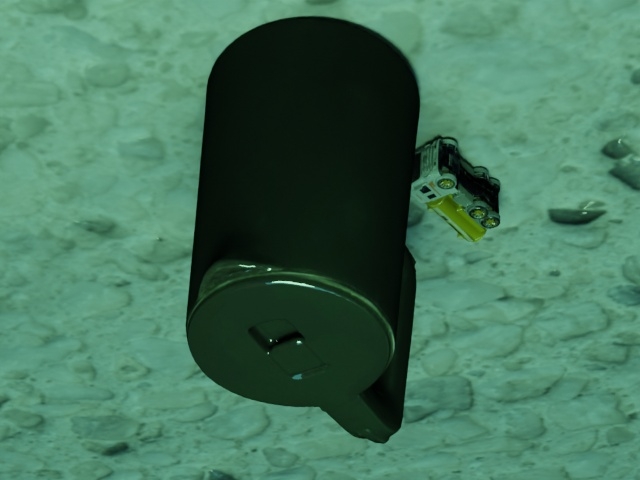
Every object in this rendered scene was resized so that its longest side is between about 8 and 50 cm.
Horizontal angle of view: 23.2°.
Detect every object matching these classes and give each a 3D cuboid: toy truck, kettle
[{"bbox_3d":[0.133,-0.047,1.560,0.063,0.052,0.123,-22,137,32],"label":"toy truck"},{"bbox_3d":[-0.015,-0.002,1.408,0.203,0.308,0.262,1,139,4],"label":"kettle"}]
